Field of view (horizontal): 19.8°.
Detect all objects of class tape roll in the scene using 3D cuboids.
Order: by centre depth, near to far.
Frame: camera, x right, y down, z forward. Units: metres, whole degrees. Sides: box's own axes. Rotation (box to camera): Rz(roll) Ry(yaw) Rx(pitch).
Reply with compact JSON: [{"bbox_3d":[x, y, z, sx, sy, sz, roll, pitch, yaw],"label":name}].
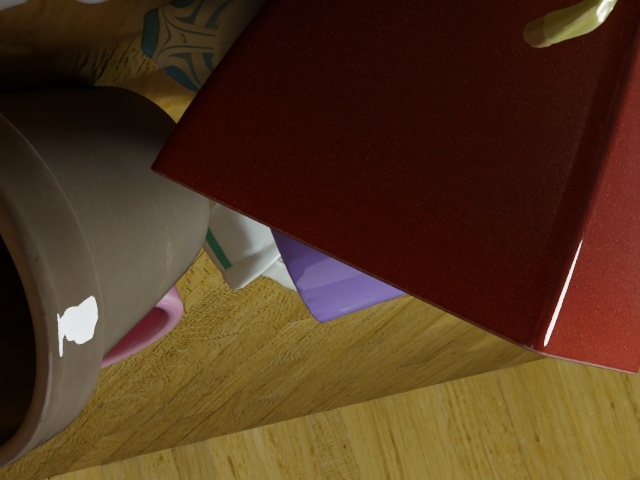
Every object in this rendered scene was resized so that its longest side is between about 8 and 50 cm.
[{"bbox_3d":[0.007,-0.037,1.421,0.080,0.189,0.189,-19,166,8],"label":"tape roll"}]

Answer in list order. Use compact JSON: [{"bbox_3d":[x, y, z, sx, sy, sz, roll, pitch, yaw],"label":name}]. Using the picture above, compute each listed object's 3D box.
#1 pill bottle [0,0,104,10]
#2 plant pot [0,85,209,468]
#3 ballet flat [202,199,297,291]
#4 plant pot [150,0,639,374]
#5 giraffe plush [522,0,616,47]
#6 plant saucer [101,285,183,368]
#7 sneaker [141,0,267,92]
[{"bbox_3d":[-0.091,-0.180,0.901,0.193,0.108,0.108,-19,166,6],"label":"pill bottle"},{"bbox_3d":[-0.204,-0.005,1.249,0.263,0.263,0.229,-30,-179,42],"label":"plant pot"},{"bbox_3d":[0.042,-0.012,1.682,0.400,0.139,0.139,-5,162,-43],"label":"ballet flat"},{"bbox_3d":[0.101,-0.082,1.151,0.267,0.236,0.267,25,-177,23],"label":"plant pot"},{"bbox_3d":[0.145,-0.224,0.965,0.181,0.210,0.170,-42,-177,46],"label":"giraffe plush"},{"bbox_3d":[-0.298,0.077,1.720,0.332,0.084,0.332,-17,167,-4],"label":"plant saucer"},{"bbox_3d":[-0.032,-0.140,1.236,0.086,0.085,0.237,18,-168,27],"label":"sneaker"}]
